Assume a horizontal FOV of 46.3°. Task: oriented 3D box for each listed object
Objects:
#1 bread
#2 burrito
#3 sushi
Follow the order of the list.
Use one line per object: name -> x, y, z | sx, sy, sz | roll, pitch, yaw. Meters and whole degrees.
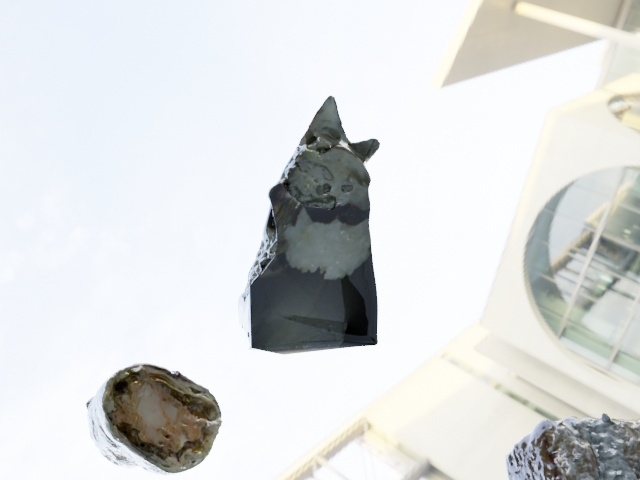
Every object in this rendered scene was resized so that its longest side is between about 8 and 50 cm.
bread -> 0.415, 0.275, 0.797 | 0.417, 0.165, 0.113 | 3, -42, -16
burrito -> -0.210, 0.219, 0.900 | 0.105, 0.143, 0.299 | -67, 13, -23
sushi -> -0.016, -0.012, 0.806 | 0.109, 0.134, 0.272 | 150, 123, -70
